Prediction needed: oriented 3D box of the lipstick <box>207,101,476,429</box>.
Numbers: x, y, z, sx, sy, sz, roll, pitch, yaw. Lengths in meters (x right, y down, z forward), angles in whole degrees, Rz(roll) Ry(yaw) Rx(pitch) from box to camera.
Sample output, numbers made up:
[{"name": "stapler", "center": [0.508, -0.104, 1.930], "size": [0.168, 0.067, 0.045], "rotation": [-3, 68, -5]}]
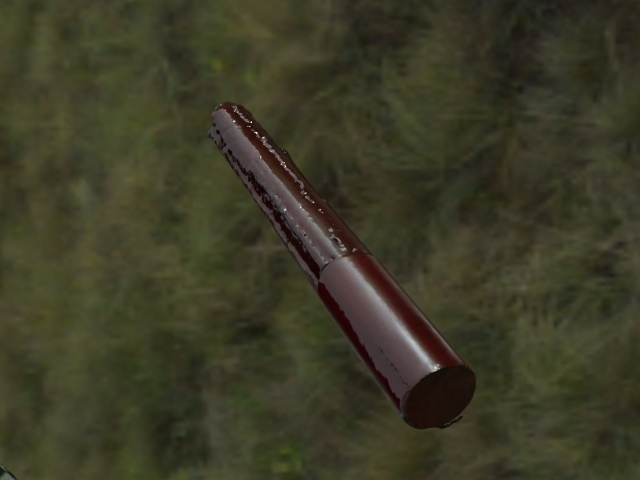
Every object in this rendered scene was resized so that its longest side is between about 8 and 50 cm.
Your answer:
[{"name": "lipstick", "center": [0.000, 0.000, 0.535], "size": [0.176, 0.027, 0.027], "rotation": [53, 137, 47]}]

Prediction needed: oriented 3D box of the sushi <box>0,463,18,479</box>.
[{"name": "sushi", "center": [-0.318, 0.131, 0.900], "size": [0.064, 0.359, 0.343], "rotation": [-47, 0, 8]}]
